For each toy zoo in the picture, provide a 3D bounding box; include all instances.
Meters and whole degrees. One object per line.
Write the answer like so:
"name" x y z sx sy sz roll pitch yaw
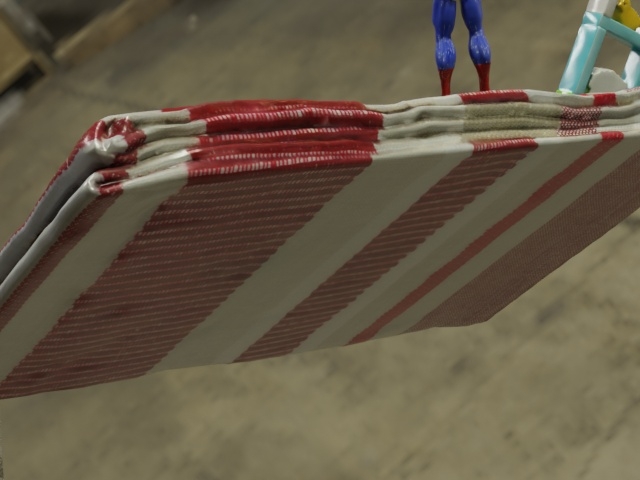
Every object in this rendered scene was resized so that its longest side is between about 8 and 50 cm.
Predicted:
"toy zoo" 0.355 -0.205 2.014 0.030 0.192 0.293 21 91 53

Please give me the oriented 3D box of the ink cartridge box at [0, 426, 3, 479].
"ink cartridge box" -0.396 0.199 1.696 0.197 0.272 0.114 -5 -6 2

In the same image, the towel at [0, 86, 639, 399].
"towel" 0.000 0.000 0.827 0.329 0.037 0.237 -7 -22 -34

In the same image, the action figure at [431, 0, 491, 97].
"action figure" 0.153 -0.305 2.207 0.091 0.280 0.139 -9 30 -6
